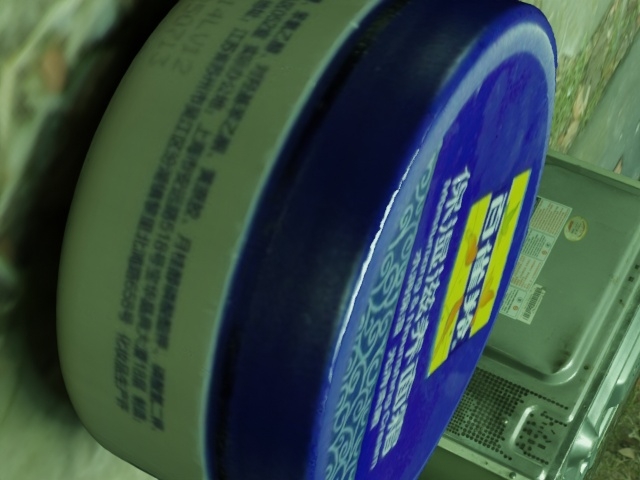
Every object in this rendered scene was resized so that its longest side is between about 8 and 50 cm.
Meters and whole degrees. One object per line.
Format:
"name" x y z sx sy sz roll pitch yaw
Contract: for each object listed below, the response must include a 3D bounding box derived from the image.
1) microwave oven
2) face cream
"microwave oven" 0.157 0.078 0.819 0.240 0.145 0.194 -57 160 -22
"face cream" 0.000 0.000 0.413 0.206 0.111 0.206 -51 154 -37
